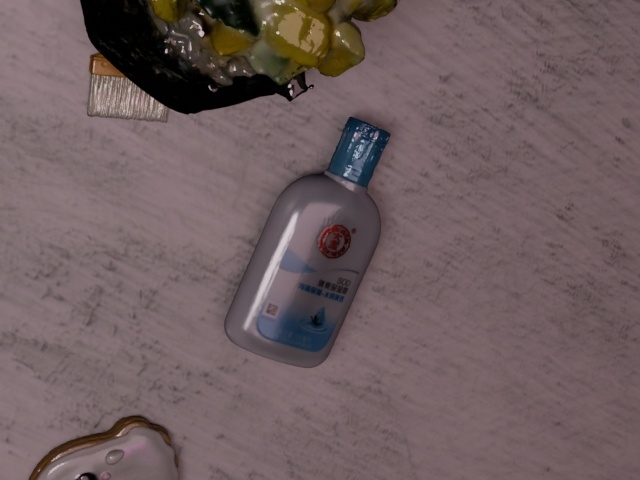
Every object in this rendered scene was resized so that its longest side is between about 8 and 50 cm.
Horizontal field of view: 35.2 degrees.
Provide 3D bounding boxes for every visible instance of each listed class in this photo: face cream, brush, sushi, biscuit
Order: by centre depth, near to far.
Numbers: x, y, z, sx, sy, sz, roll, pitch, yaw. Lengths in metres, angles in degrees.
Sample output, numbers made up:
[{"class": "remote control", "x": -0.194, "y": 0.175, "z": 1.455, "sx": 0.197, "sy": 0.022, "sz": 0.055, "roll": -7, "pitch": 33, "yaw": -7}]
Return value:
[{"class": "sushi", "x": -0.080, "y": -0.299, "z": 1.088, "sx": 0.328, "sy": 0.285, "sz": 0.328, "roll": 41, "pitch": 81, "yaw": -34}, {"class": "brush", "x": -0.216, "y": -0.277, "z": 1.194, "sx": 0.103, "sy": 0.013, "sz": 0.272, "roll": 2, "pitch": 104, "yaw": -27}, {"class": "biscuit", "x": -0.283, "y": 0.335, "z": 1.332, "sx": 0.208, "sy": 0.049, "sz": 0.181, "roll": -17, "pitch": 112, "yaw": -22}, {"class": "face cream", "x": 0.000, "y": 0.000, "z": 1.345, "sx": 0.163, "sy": 0.080, "sz": 0.336, "roll": 21, "pitch": 96, "yaw": -29}]
